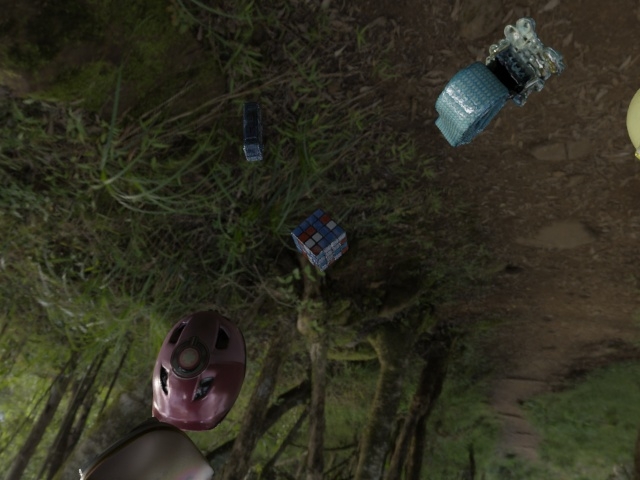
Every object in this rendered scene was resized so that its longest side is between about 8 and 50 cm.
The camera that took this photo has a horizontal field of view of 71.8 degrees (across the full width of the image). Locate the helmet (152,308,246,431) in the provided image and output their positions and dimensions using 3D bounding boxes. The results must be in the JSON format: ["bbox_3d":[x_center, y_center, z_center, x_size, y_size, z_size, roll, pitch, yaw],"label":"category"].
[{"bbox_3d":[-0.263,0.258,0.961,0.199,0.253,0.154,8,124,3],"label":"helmet"}]

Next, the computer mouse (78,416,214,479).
[{"bbox_3d":[-0.256,0.382,0.692,0.072,0.158,0.310,42,151,31],"label":"computer mouse"}]

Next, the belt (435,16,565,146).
[{"bbox_3d":[0.171,-0.149,0.468,0.065,0.100,0.179,52,-170,4],"label":"belt"}]

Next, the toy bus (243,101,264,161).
[{"bbox_3d":[-0.175,-0.283,1.143,0.047,0.165,0.065,-7,149,0],"label":"toy bus"}]

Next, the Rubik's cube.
[{"bbox_3d":[0.000,0.000,1.034,0.092,0.092,0.092,44,166,26],"label":"Rubik's cube"}]

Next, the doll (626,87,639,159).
[{"bbox_3d":[0.394,-0.113,0.468,0.141,0.296,0.117,54,133,5],"label":"doll"}]
